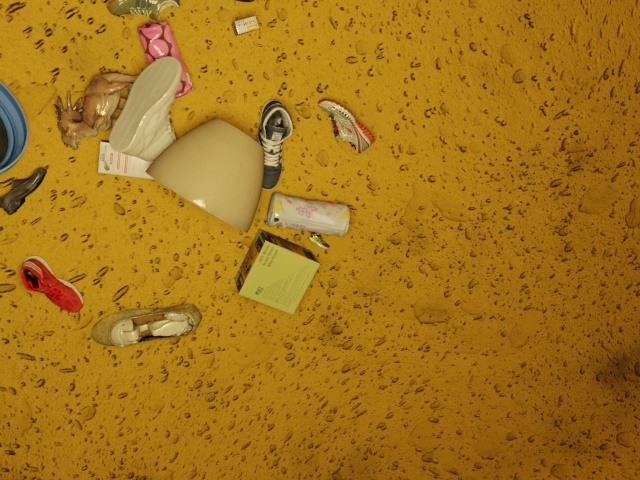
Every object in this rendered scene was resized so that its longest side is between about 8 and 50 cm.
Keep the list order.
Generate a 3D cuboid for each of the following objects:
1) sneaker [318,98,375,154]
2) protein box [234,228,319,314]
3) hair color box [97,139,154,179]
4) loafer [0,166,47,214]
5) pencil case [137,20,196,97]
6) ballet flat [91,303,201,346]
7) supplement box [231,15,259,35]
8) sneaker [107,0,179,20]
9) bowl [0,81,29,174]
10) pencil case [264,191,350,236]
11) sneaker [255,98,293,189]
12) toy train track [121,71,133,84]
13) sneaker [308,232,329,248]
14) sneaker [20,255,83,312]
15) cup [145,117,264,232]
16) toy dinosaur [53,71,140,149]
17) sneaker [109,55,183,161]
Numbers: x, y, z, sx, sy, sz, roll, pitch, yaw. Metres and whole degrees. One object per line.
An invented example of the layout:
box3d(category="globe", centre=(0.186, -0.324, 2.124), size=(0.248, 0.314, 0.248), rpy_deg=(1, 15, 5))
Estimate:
box3d(category="sneaker", centre=(0.073, -0.361, 1.689), size=(0.225, 0.088, 0.093), rpy_deg=(41, 95, -23))
box3d(category="protein box", centre=(-0.147, 0.102, 1.753), size=(0.201, 0.136, 0.200), rpy_deg=(24, 101, -22))
box3d(category="hair color box", centre=(-0.564, -0.238, 1.571), size=(0.167, 0.053, 0.093), rpy_deg=(6, 106, -19))
box3d(category="loafer", centre=(-0.854, -0.151, 1.516), size=(0.170, 0.062, 0.061), rpy_deg=(-46, 108, 1))
box3d(category="pencil case", centre=(-0.433, -0.509, 1.498), size=(0.098, 0.095, 0.209), rpy_deg=(-8, 116, 24))
box3d(category="ballet flat", centre=(-0.560, 0.281, 1.710), size=(0.348, 0.123, 0.123), rpy_deg=(-9, 110, -12))
box3d(category="supplement box", centre=(-0.216, -0.613, 1.519), size=(0.062, 0.098, 0.036), rpy_deg=(-20, 112, -9))
box3d(category="sneaker", centre=(-0.475, -0.641, 1.455), size=(0.192, 0.064, 0.086), rpy_deg=(-29, 108, -8))
box3d(category="bowl", centre=(-0.931, -0.300, 1.292), size=(0.391, 0.391, 0.077), rpy_deg=(40, 128, -23))
box3d(category="pencil case", centre=(-0.041, -0.082, 1.730), size=(0.273, 0.124, 0.114), rpy_deg=(8, 105, -19))
box3d(category="sneaker", centre=(-0.147, -0.282, 1.617), size=(0.099, 0.153, 0.282), rpy_deg=(2, 107, -16))
box3d(category="toy train track", centre=(-0.543, -0.447, 1.528), size=(0.048, 0.014, 0.083), rpy_deg=(-39, 113, -1))
box3d(category="sneaker", centre=(0.000, 0.000, 1.817), size=(0.083, 0.031, 0.035), rpy_deg=(29, 98, -22))
box3d(category="sneaker", centre=(-0.812, 0.154, 1.589), size=(0.087, 0.128, 0.221), rpy_deg=(-41, 112, 1))
box3d(category="cup", centre=(-0.293, -0.207, 1.526), size=(0.331, 0.331, 0.237), rpy_deg=(31, 88, -22))
box3d(category="toy dinosaur", centre=(-0.618, -0.382, 1.472), size=(0.200, 0.127, 0.296), rpy_deg=(29, 82, 18))
box3d(category="sneaker", centre=(-0.452, -0.357, 1.481), size=(0.108, 0.169, 0.293), rpy_deg=(36, 94, 16))
